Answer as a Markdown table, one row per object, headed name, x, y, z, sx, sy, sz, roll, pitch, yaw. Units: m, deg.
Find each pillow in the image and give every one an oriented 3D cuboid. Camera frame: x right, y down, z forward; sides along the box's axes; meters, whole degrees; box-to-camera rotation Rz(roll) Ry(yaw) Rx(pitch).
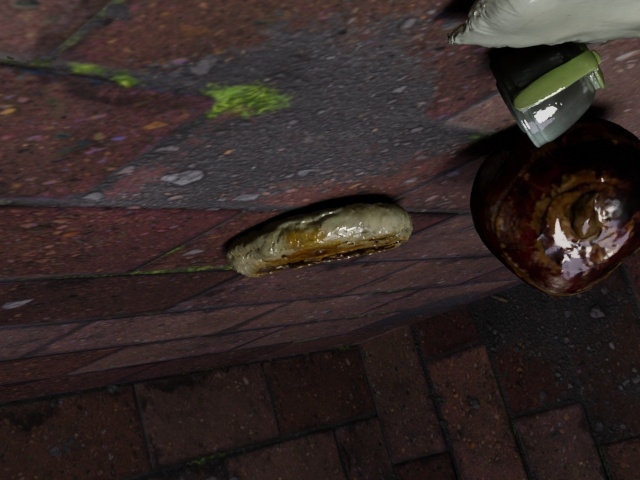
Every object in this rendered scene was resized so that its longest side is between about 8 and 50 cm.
| name | x | y | z | sx | sy | sz | roll | pitch | yaw |
| --- | --- | --- | --- | --- | --- | --- | --- | --- | --- |
| pillow | 0.218 | -0.189 | 0.720 | 0.229 | 0.051 | 0.128 | -8 | 167 | -29 |

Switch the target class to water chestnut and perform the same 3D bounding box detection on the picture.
| name | x | y | z | sx | sy | sz | roll | pitch | yaw |
| --- | --- | --- | --- | --- | --- | --- | --- | --- | --- |
| water chestnut | 0.298 | -0.050 | 1.129 | 0.223 | 0.238 | 0.224 | -6 | 122 | -10 |

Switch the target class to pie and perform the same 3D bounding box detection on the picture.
| name | x | y | z | sx | sy | sz | roll | pitch | yaw |
| --- | --- | --- | --- | --- | --- | --- | --- | --- | --- |
| pie | 0.000 | 0.000 | 1.284 | 0.274 | 0.055 | 0.274 | -12 | 172 | -2 |

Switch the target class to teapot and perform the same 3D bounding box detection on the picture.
| name | x | y | z | sx | sy | sz | roll | pitch | yaw |
| --- | --- | --- | --- | --- | --- | --- | --- | --- | --- |
| teapot | 0.213 | -0.136 | 0.822 | 0.090 | 0.092 | 0.124 | -31 | -152 | 18 |
